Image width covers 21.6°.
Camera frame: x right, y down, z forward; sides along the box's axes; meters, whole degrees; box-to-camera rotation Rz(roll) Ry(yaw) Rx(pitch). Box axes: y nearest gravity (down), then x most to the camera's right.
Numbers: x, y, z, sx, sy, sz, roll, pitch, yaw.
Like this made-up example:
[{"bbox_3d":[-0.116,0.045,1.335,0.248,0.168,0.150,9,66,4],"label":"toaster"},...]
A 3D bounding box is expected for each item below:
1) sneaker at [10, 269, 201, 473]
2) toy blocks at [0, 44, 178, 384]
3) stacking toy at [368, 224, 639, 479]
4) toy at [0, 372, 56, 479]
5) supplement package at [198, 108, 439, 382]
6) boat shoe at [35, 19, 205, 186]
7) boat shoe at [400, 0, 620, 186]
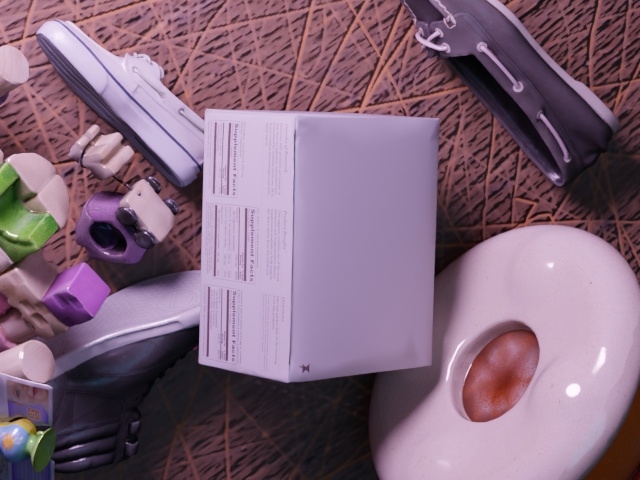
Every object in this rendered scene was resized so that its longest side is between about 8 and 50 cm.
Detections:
[{"bbox_3d":[-0.195,0.140,1.764,0.295,0.104,0.147,-25,118,-16],"label":"sneaker"},{"bbox_3d":[-0.366,0.000,1.658,0.289,0.260,0.309,52,41,-18],"label":"toy blocks"},{"bbox_3d":[0.318,0.230,1.836,0.480,0.350,0.351,35,89,-35],"label":"stacking toy"},{"bbox_3d":[-0.360,0.166,1.538,0.237,0.056,0.137,13,126,11],"label":"toy"},{"bbox_3d":[0.000,0.000,1.711,0.204,0.145,0.262,-3,97,-42],"label":"supplement package"},{"bbox_3d":[-0.195,-0.156,1.729,0.076,0.083,0.226,-50,118,-14],"label":"boat shoe"},{"bbox_3d":[0.182,-0.184,1.792,0.335,0.112,0.095,38,84,-20],"label":"boat shoe"}]
